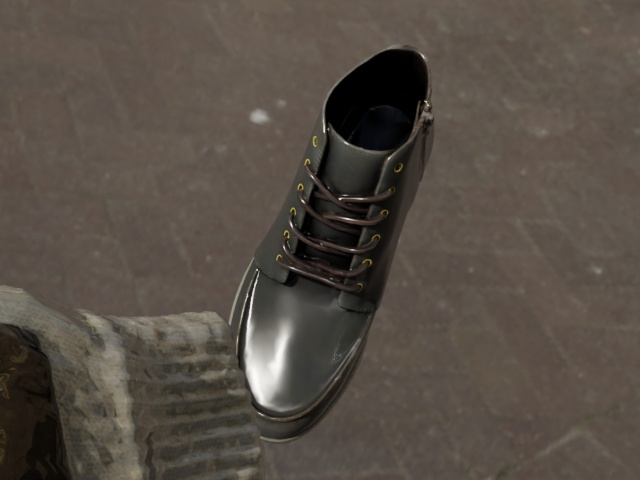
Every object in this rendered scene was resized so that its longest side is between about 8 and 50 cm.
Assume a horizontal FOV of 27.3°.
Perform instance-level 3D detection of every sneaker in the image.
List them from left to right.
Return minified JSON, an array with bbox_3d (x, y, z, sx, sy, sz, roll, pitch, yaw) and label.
[{"bbox_3d":[0.000,0.000,0.723,0.083,0.118,0.222,19,78,6],"label":"sneaker"}]

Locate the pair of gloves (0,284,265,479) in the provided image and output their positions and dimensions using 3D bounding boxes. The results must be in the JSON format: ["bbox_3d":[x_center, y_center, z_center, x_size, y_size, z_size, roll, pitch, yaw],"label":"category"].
[{"bbox_3d":[-0.060,0.123,0.315,0.204,0.042,0.240,13,63,-55],"label":"pair of gloves"}]
